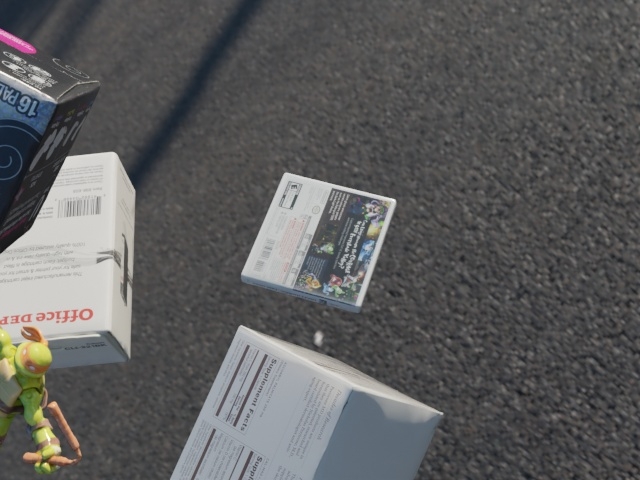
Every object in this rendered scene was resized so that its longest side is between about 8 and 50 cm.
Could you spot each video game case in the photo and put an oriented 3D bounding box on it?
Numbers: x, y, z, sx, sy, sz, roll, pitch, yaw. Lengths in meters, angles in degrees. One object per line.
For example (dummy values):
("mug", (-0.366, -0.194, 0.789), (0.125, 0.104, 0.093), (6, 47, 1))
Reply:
("video game case", (0.000, 0.000, 1.434), (0.173, 0.022, 0.190), (14, 57, 11))

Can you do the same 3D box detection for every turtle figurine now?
("turtle figurine", (-0.364, 0.160, 1.146), (0.217, 0.087, 0.270), (-41, 78, 33))

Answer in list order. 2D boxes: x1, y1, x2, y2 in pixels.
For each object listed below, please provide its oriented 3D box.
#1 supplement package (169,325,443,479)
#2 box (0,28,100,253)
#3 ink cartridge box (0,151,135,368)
("supplement package", (-0.027, 0.246, 0.988), (0.145, 0.204, 0.262), (23, 88, 34))
("box", (-0.308, -0.101, 0.714), (0.142, 0.247, 0.163), (-62, 7, 11))
("ink cartridge box", (-0.361, 0.032, 1.372), (0.196, 0.114, 0.273), (-6, 62, 4))
